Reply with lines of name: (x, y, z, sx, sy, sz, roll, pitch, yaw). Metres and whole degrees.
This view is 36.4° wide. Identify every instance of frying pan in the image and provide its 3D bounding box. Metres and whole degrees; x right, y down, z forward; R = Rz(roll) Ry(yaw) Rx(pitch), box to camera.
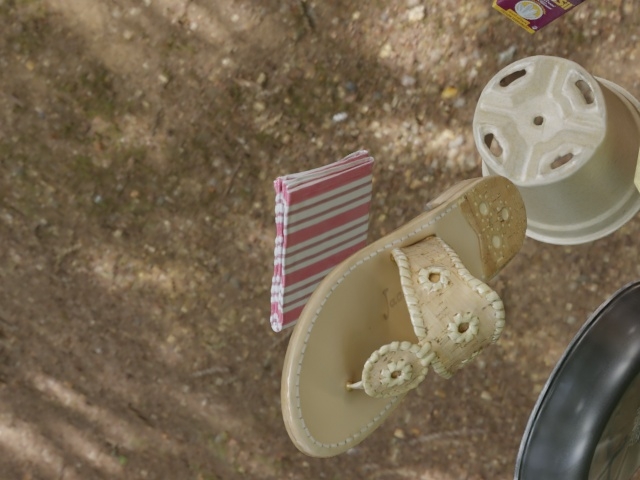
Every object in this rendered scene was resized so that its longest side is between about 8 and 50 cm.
frying pan: (0.252, 0.121, 0.760, 0.053, 0.326, 0.197, 29, 109, 37)

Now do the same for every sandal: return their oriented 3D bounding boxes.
sandal: (0.074, 0.028, 0.554, 0.079, 0.240, 0.088, -11, 114, 46)

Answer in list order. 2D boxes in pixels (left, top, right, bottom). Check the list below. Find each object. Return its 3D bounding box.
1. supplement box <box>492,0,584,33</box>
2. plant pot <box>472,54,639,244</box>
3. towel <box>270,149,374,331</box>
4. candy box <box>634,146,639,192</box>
supplement box: (0.216, -0.244, 0.943, 0.055, 0.043, 0.083, 30, 156, -17)
plant pot: (0.414, -0.176, 1.731, 0.333, 0.334, 0.305, 6, 175, 25)
towel: (0.000, 0.000, 1.141, 0.029, 0.144, 0.197, 29, 127, 38)
candy box: (0.597, -0.195, 1.480, 0.182, 0.088, 0.317, -8, 132, -1)
